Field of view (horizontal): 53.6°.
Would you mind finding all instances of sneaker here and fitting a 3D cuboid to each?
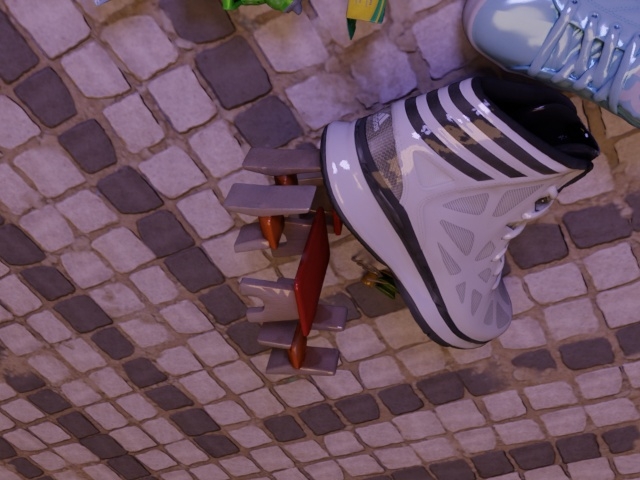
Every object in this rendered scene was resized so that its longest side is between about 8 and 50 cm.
[{"bbox_3d":[0.329,-0.186,0.657,0.366,0.150,0.135,13,128,-2],"label":"sneaker"},{"bbox_3d":[0.214,-0.012,0.749,0.258,0.169,0.447,-18,140,25],"label":"sneaker"}]

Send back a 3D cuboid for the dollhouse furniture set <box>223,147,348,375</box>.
[{"bbox_3d":[0.000,0.000,0.783,0.135,0.259,0.262,1,128,12],"label":"dollhouse furniture set"}]

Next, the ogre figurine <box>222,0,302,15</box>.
[{"bbox_3d":[-0.084,-0.306,0.660,0.197,0.097,0.118,3,118,-8],"label":"ogre figurine"}]

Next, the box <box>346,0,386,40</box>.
[{"bbox_3d":[0.058,-0.300,0.635,0.043,0.105,0.179,12,130,0],"label":"box"}]

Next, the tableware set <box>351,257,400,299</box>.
[{"bbox_3d":[0.102,0.072,0.914,0.104,0.154,0.024,38,82,-23],"label":"tableware set"}]

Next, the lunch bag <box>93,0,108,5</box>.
[{"bbox_3d":[-0.212,-0.301,0.696,0.083,0.071,0.053,-19,122,21],"label":"lunch bag"}]
